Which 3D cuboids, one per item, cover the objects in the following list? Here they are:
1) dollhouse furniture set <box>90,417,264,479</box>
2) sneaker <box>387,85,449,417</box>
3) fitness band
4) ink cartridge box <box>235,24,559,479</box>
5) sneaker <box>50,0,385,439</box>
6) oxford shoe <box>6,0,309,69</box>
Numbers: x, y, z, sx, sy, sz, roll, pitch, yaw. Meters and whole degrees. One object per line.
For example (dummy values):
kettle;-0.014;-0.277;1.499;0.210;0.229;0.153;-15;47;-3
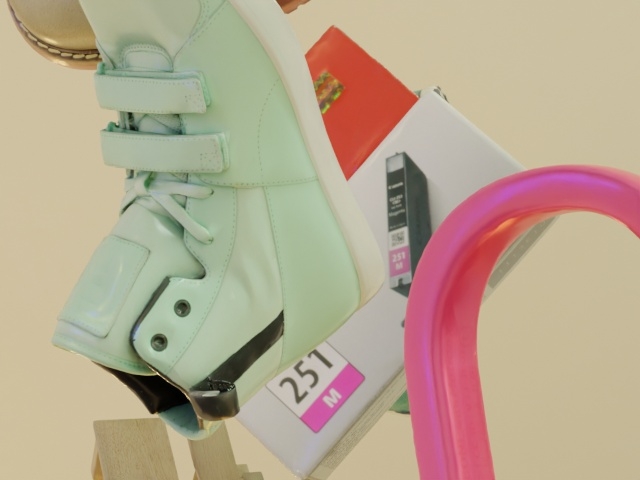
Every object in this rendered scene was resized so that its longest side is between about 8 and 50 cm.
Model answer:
dollhouse furniture set;-0.110;0.237;1.507;0.144;0.123;0.151;-1;-49;-17
sneaker;0.067;0.014;1.491;0.110;0.107;0.275;5;-72;8
fitness band;0.138;0.101;1.031;0.209;0.290;0.054;-18;-16;42
ink cartridge box;0.000;0.000;1.386;0.275;0.239;0.060;-49;-19;0
sneaker;-0.074;-0.027;0.841;0.151;0.094;0.256;-46;-58;-29
oxford shoe;-0.007;-0.216;0.898;0.397;0.140;0.146;-32;-12;15
